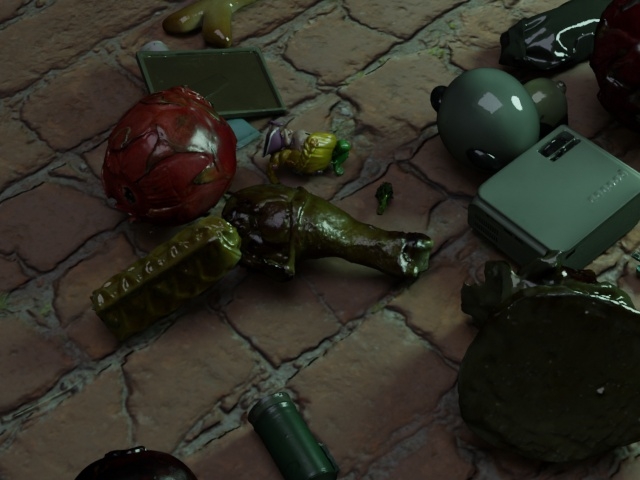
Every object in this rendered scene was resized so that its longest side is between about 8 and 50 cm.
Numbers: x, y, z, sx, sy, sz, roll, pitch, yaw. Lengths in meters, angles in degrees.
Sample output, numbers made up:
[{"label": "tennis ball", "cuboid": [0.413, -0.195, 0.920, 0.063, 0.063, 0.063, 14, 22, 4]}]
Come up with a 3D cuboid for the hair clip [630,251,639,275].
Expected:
[{"label": "hair clip", "cuboid": [0.575, 0.071, 1.733, 0.173, 0.049, 0.049, 30, 59, 32]}]

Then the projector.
[{"label": "projector", "cuboid": [0.403, -0.059, 1.815, 0.250, 0.108, 0.198, -37, 57, -20]}]

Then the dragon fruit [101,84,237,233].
[{"label": "dragon fruit", "cuboid": [-0.261, -0.143, 1.866, 0.241, 0.241, 0.252, 10, 24, 14]}]

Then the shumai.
[{"label": "shumai", "cuboid": [0.367, 0.153, 1.611, 0.330, 0.292, 0.288, 11, 15, 3]}]

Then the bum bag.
[{"label": "bum bag", "cuboid": [0.486, -0.409, 2.114, 0.326, 0.080, 0.142, -22, 60, -16]}]

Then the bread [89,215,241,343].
[{"label": "bread", "cuboid": [-0.246, 0.057, 1.744, 0.269, 0.087, 0.098, -34, 54, 6]}]

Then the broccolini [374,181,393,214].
[{"label": "broccolini", "cuboid": [0.104, -0.070, 1.861, 0.035, 0.030, 0.140, -5, 19, 12]}]

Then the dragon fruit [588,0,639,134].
[{"label": "dragon fruit", "cuboid": [0.630, -0.328, 1.886, 0.329, 0.329, 0.329, -3, 51, 3]}]

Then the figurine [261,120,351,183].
[{"label": "figurine", "cuboid": [-0.028, -0.149, 1.954, 0.156, 0.115, 0.095, 10, 16, -11]}]

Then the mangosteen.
[{"label": "mangosteen", "cuboid": [-0.253, 0.384, 1.468, 0.209, 0.210, 0.210, -3, 51, 3]}]

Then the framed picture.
[{"label": "framed picture", "cuboid": [-0.211, -0.306, 2.070, 0.260, 0.023, 0.189, -8, 54, -23]}]

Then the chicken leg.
[{"label": "chicken leg", "cuboid": [-0.012, -0.001, 1.784, 0.361, 0.140, 0.211, 19, 47, 24]}]

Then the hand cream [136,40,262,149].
[{"label": "hand cream", "cuboid": [-0.245, -0.272, 2.089, 0.111, 0.070, 0.312, -30, 62, -20]}]

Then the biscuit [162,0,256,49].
[{"label": "biscuit", "cuboid": [-0.220, -0.497, 2.268, 0.164, 0.047, 0.208, 18, 55, 20]}]

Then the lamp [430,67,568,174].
[{"label": "lamp", "cuboid": [0.324, -0.220, 1.915, 0.244, 0.198, 0.198, -16, 49, -30]}]

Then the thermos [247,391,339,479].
[{"label": "thermos", "cuboid": [-0.032, 0.318, 1.577, 0.073, 0.083, 0.188, -38, 56, 3]}]
